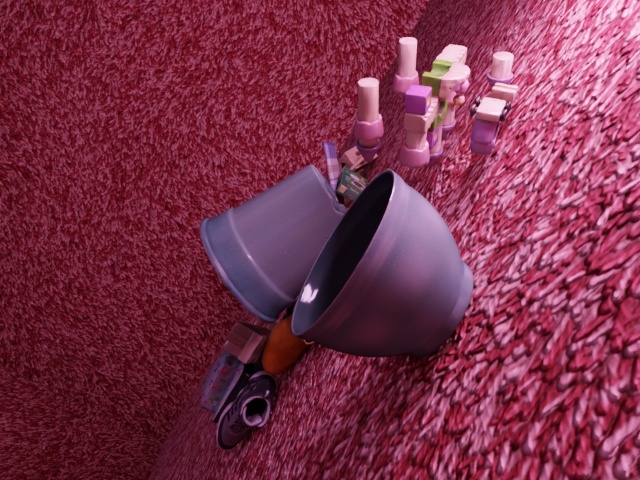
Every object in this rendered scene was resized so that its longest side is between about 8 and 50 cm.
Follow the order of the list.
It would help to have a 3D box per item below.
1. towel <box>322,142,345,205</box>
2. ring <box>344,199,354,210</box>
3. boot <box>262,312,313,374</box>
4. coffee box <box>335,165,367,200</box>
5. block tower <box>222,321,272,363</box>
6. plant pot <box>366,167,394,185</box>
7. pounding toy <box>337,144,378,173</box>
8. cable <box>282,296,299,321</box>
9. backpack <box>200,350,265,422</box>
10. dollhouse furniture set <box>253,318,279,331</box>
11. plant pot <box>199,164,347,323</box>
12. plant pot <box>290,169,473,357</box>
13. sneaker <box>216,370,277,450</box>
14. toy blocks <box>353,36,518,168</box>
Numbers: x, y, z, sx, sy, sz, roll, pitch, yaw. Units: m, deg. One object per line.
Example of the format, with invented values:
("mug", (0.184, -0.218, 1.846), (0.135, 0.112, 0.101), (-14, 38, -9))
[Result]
("towel", (0.050, -0.225, 1.892), (0.209, 0.034, 0.285), (-50, -50, -76))
("ring", (0.000, 0.000, 1.622), (0.336, 0.032, 0.336), (-52, 8, 10))
("boot", (-0.060, 0.261, 1.370), (0.295, 0.104, 0.211), (-56, 9, -3))
("coffee box", (0.117, -0.203, 1.856), (0.040, 0.113, 0.184), (-53, 13, 28))
("block tower", (-0.198, 0.321, 1.561), (0.091, 0.097, 0.335), (-60, -13, -8))
("plant pot", (0.193, -0.170, 1.495), (0.079, 0.083, 0.083), (-46, 10, 3))
("pounding toy", (0.132, -0.326, 1.993), (0.181, 0.094, 0.206), (-33, -5, -29))
("cable", (-0.075, 0.236, 1.676), (0.150, 0.047, 0.184), (-46, 12, 38))
("backpack", (-0.275, 0.471, 1.645), (0.225, 0.191, 0.253), (-60, 4, 3))
("dollhouse furniture set", (-0.228, 0.357, 1.923), (0.123, 0.144, 0.151), (-57, -6, -16))
("plant pot", (-0.086, -0.010, 1.348), (0.334, 0.341, 0.341), (-34, 14, 8))
("plant pot", (0.111, 0.064, 0.794), (0.293, 0.196, 0.293), (-56, 10, 16))
("sneaker", (-0.221, 0.510, 1.440), (0.268, 0.101, 0.153), (-56, 7, 3))
("toy blocks", (0.259, -0.252, 1.102), (0.288, 0.309, 0.260), (-52, -30, -38))
